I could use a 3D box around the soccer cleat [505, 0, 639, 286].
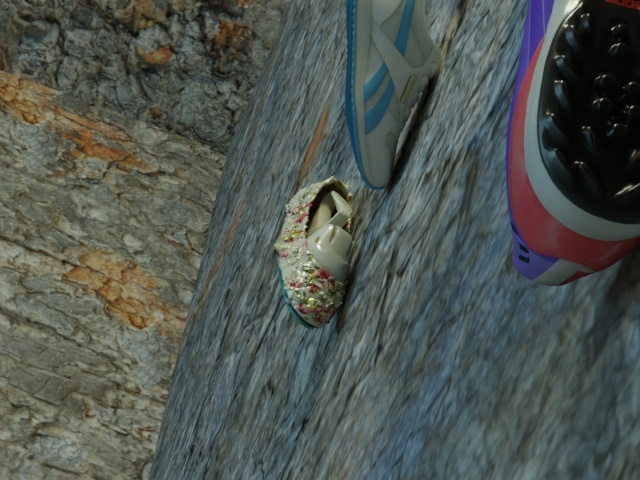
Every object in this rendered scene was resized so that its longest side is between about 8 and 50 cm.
[{"bbox_3d":[0.155,-0.126,0.819,0.116,0.108,0.318,117,167,-61],"label":"soccer cleat"}]

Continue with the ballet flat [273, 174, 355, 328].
[{"bbox_3d":[0.000,0.000,1.572,0.077,0.091,0.241,-42,23,21],"label":"ballet flat"}]

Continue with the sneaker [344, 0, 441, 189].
[{"bbox_3d":[0.072,-0.162,1.476,0.087,0.092,0.229,-111,22,-73],"label":"sneaker"}]
